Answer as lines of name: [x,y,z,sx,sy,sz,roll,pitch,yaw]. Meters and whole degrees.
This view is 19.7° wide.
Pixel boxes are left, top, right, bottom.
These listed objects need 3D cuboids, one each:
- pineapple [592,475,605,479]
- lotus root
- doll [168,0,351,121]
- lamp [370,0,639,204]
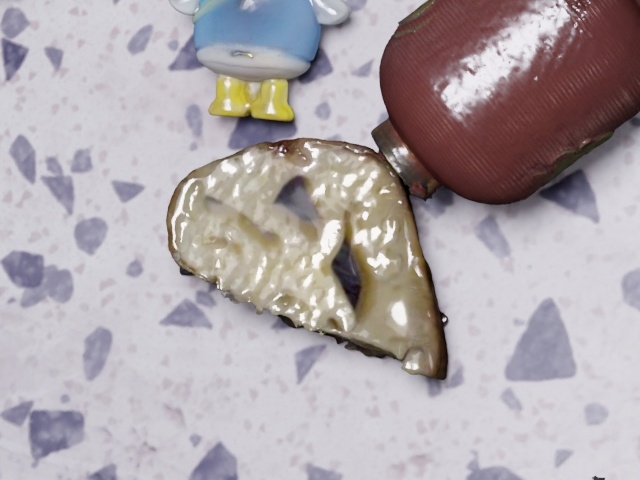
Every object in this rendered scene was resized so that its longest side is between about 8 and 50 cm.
pineapple: [0.298,0.272,1.326,0.158,0.158,0.279,-33,59,10]
lotus root: [0.000,0.000,1.502,0.260,0.074,0.170,15,82,20]
doll: [-0.047,-0.221,1.545,0.135,0.098,0.241,-1,77,41]
lamp: [0.155,-0.136,1.429,0.258,0.180,0.180,-38,71,7]
